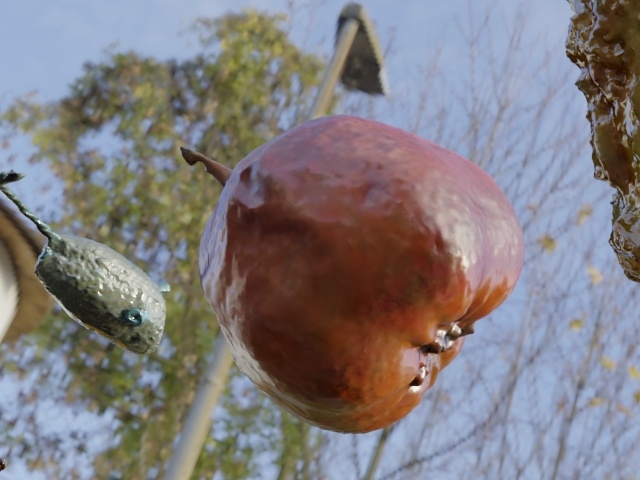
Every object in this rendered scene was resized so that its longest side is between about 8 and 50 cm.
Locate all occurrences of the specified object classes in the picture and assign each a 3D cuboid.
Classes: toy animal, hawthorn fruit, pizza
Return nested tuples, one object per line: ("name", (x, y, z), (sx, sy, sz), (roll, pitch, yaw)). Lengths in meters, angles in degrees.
("toy animal", (-0.209, 0.012, 1.155), (0.079, 0.070, 0.253), (-18, -46, 19))
("hawthorn fruit", (0.000, 0.000, 0.916), (0.243, 0.207, 0.207), (38, -29, 20))
("pizza", (0.141, -0.078, 0.559), (0.058, 0.292, 0.197), (-16, -44, 30))

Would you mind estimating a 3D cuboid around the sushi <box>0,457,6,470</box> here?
("sushi", (-0.265, 0.140, 0.938), (0.099, 0.050, 0.047), (28, -37, -9))
